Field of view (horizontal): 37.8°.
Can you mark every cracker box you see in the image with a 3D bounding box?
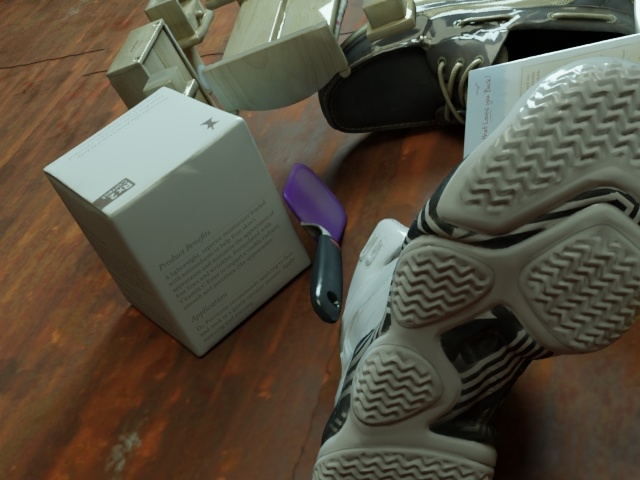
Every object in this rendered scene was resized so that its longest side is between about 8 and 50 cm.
[{"bbox_3d":[0.233,-0.081,0.773,0.232,0.067,0.156,-5,72,38],"label":"cracker box"}]

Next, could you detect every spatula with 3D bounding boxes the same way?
[{"bbox_3d":[0.000,0.000,0.822,0.030,0.084,0.296,-37,17,10],"label":"spatula"}]

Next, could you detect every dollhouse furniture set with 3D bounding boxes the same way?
[{"bbox_3d":[-0.034,-0.208,1.061,0.355,0.174,0.303,-16,37,21],"label":"dollhouse furniture set"}]

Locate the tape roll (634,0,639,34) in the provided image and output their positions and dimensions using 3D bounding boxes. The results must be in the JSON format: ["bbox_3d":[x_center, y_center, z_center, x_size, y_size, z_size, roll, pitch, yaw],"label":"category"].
[{"bbox_3d":[0.478,-0.205,0.820,0.392,0.072,0.392,-11,47,12],"label":"tape roll"}]

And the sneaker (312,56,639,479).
[{"bbox_3d":[0.099,0.019,0.625,0.137,0.366,0.210,21,30,-7],"label":"sneaker"}]

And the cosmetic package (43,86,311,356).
[{"bbox_3d":[-0.135,-0.022,0.898,0.151,0.184,0.151,-39,38,-20],"label":"cosmetic package"}]

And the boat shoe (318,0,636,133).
[{"bbox_3d":[0.166,-0.191,0.985,0.355,0.132,0.130,-19,36,10],"label":"boat shoe"}]
